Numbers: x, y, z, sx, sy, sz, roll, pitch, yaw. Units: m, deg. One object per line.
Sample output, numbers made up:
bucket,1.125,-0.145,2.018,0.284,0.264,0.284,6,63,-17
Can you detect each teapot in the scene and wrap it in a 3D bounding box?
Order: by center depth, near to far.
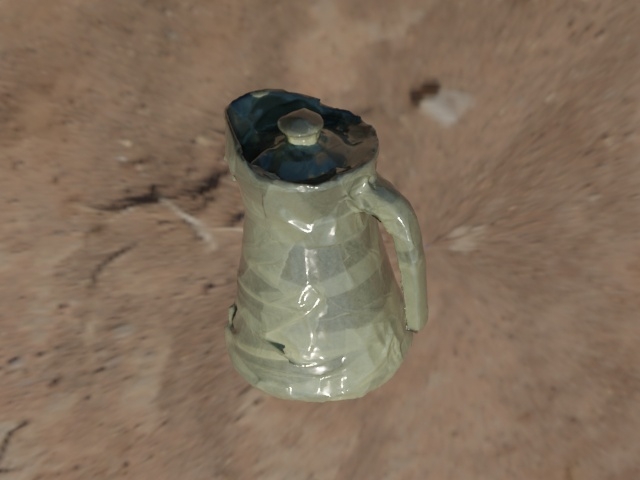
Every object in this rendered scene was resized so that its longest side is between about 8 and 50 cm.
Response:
teapot,0.000,0.000,0.564,0.067,0.057,0.083,13,129,28
